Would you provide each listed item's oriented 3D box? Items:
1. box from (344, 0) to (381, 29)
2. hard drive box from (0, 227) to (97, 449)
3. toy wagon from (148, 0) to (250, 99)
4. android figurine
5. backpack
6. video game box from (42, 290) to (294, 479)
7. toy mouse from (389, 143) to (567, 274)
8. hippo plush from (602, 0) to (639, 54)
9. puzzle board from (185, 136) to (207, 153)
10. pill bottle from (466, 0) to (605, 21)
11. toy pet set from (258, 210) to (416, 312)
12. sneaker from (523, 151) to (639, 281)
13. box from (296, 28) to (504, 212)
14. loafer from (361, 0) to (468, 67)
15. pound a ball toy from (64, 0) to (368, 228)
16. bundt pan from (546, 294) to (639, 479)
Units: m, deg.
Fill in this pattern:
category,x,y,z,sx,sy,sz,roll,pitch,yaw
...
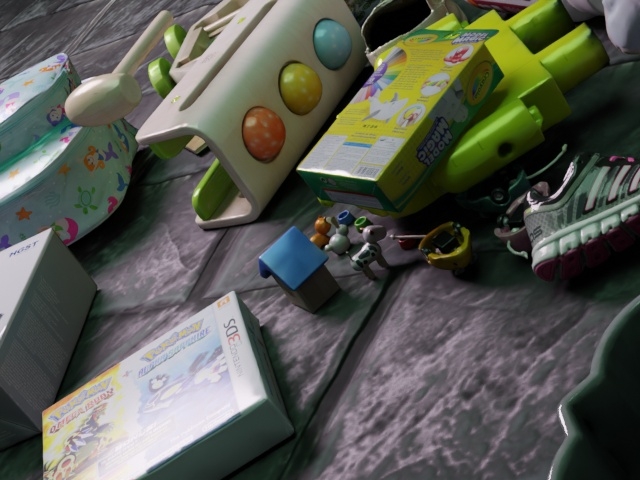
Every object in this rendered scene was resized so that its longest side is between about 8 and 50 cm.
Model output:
category,x,y,z,sx,sy,sz,roll,pitch,yaw
box,0.047,-0.331,1.520,0.233,0.159,0.044,-44,28,-19
hard drive box,-0.341,0.115,1.300,0.181,0.089,0.232,-24,28,19
toy wagon,-0.087,-0.257,1.635,0.267,0.068,0.344,-25,26,18
android figurine,0.110,-0.116,1.141,0.273,0.056,0.248,-30,31,8
backpack,-0.333,-0.085,1.529,0.225,0.191,0.253,-27,32,12
video game box,-0.131,0.147,1.059,0.205,0.048,0.187,-33,24,3
toy mouse,0.148,-0.021,1.033,0.143,0.031,0.161,-40,24,-10
hippo plush,0.364,-0.181,0.932,0.294,0.234,0.236,-40,54,22
puzzle board,-0.115,-0.152,1.573,0.128,0.011,0.096,-39,26,-11
pill bottle,0.225,-0.277,1.274,0.121,0.121,0.221,-40,27,-12
toy pet set,0.000,0.000,1.132,0.114,0.065,0.122,-42,27,-16
sneaker,0.217,-0.040,0.932,0.170,0.063,0.075,-30,62,16
box,0.071,-0.105,1.066,0.105,0.043,0.179,13,60,50
loafer,0.096,-0.220,1.357,0.102,0.092,0.268,-27,28,14
pound a ball toy,-0.086,-0.165,1.342,0.135,0.208,0.319,-9,35,41
bundt pan,0.276,0.105,0.585,0.331,0.124,0.331,-27,28,16
